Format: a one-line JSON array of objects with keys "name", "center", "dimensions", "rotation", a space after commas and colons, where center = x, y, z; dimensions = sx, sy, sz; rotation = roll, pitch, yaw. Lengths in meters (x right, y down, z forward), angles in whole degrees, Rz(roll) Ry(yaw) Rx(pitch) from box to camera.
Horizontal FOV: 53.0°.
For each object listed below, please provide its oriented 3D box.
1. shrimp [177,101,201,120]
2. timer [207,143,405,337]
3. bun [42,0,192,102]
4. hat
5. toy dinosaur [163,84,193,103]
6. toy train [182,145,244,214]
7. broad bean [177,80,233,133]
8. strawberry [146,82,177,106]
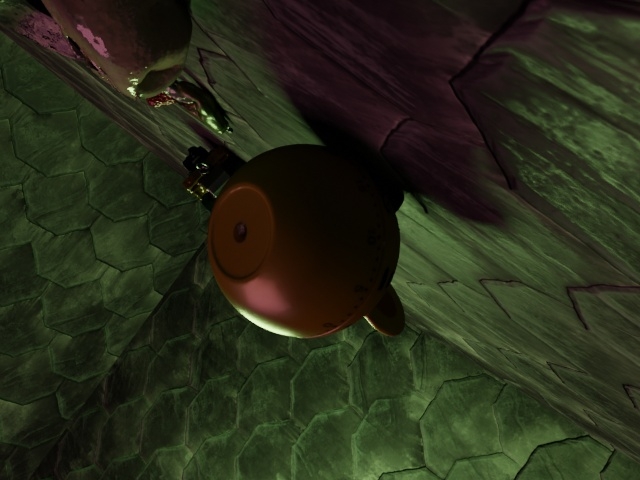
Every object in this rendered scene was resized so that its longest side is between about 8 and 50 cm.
[{"name": "shrimp", "center": [-0.320, -0.334, 1.611], "dimensions": [0.108, 0.023, 0.059], "rotation": [35, 164, 1]}, {"name": "timer", "center": [0.000, 0.000, 1.158], "dimensions": [0.376, 0.376, 0.387], "rotation": [30, -165, 38]}, {"name": "bun", "center": [-0.283, -0.324, 0.870], "dimensions": [0.273, 0.168, 0.273], "rotation": [47, 173, 8]}, {"name": "hat", "center": [-0.456, -0.430, 1.133], "dimensions": [0.266, 0.128, 0.265], "rotation": [20, 171, 3]}, {"name": "toy dinosaur", "center": [-0.450, -0.422, 1.381], "dimensions": [0.393, 0.092, 0.205], "rotation": [33, 178, 0]}, {"name": "toy train", "center": [-0.311, -0.180, 2.081], "dimensions": [0.249, 0.178, 0.429], "rotation": [44, 179, 29]}, {"name": "broad bean", "center": [-0.254, -0.291, 1.447], "dimensions": [0.070, 0.048, 0.213], "rotation": [32, 172, 26]}, {"name": "strawberry", "center": [-0.372, -0.347, 1.520], "dimensions": [0.073, 0.083, 0.073], "rotation": [42, 180, 0]}]
